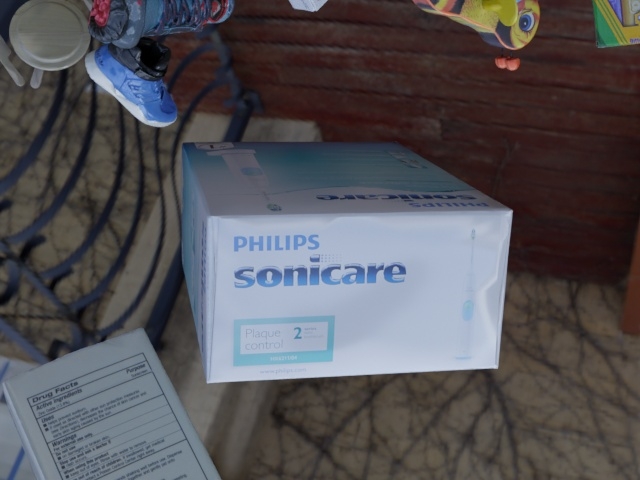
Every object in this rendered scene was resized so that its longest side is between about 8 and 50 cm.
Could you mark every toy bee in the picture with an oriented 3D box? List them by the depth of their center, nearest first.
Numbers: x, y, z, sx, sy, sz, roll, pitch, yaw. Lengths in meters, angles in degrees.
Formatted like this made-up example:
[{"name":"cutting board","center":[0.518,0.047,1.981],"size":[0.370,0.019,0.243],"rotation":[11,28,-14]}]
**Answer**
[{"name":"toy bee","center":[0.253,-0.327,1.311],"size":[0.299,0.162,0.195],"rotation":[7,-166,-2]}]

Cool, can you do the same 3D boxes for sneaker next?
[{"name":"sneaker","center":[-0.142,-0.256,0.906],"size":[0.125,0.261,0.104],"rotation":[21,124,-10]},{"name":"sneaker","center":[-0.206,-0.197,1.133],"size":[0.085,0.058,0.152],"rotation":[-20,144,25]}]

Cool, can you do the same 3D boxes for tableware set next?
[{"name":"tableware set","center":[-0.331,-0.269,1.027],"size":[0.194,0.128,0.039],"rotation":[56,165,2]}]

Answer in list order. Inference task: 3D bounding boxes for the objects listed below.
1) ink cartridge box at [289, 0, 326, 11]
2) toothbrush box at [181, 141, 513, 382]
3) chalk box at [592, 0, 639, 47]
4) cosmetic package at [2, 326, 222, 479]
[{"name":"ink cartridge box","center":[-0.002,-0.444,1.425],"size":[0.063,0.150,0.109],"rotation":[22,154,48]},{"name":"toothbrush box","center":[0.000,0.000,0.765],"size":[0.217,0.126,0.295],"rotation":[-1,-165,-13]},{"name":"chalk box","center":[0.485,-0.429,1.267],"size":[0.179,0.180,0.288],"rotation":[8,116,47]},{"name":"cosmetic package","center":[-0.179,0.255,0.893],"size":[0.153,0.296,0.129],"rotation":[-20,153,-23]}]
